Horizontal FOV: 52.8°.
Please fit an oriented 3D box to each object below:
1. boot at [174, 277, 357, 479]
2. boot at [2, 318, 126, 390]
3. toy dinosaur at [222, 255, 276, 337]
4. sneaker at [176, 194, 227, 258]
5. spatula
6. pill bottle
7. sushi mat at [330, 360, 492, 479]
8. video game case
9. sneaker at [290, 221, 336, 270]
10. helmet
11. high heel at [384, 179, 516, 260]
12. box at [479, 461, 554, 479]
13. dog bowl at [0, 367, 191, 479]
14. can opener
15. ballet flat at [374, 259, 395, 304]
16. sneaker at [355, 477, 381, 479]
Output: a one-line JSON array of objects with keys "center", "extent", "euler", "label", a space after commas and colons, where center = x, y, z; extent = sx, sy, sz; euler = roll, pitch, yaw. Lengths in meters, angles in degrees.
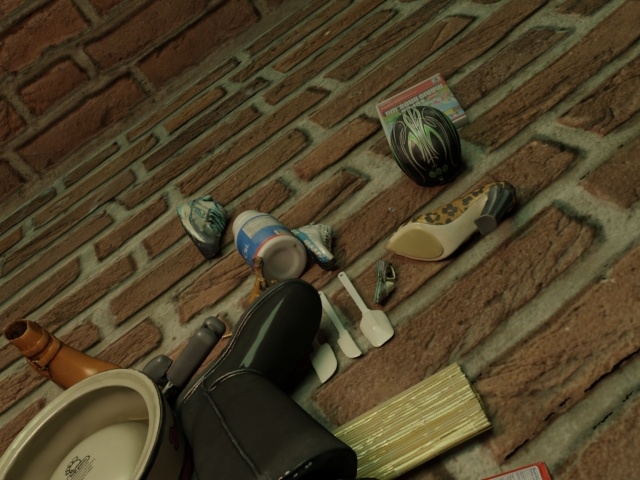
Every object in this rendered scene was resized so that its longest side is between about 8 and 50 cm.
[{"center": [-0.063, 0.254, 1.032], "extent": [0.367, 0.146, 0.445], "euler": [-52, 18, -7], "label": "boot"}, {"center": [-0.585, 0.264, 1.474], "extent": [0.283, 0.220, 0.109], "euler": [3, 47, 42], "label": "boot"}, {"center": [-0.136, 0.138, 1.395], "extent": [0.112, 0.064, 0.212], "euler": [24, 101, 33], "label": "toy dinosaur"}, {"center": [-0.311, -0.056, 1.759], "extent": [0.122, 0.110, 0.283], "euler": [-32, 33, -5], "label": "sneaker"}, {"center": [0.036, 0.161, 1.280], "extent": [0.168, 0.019, 0.242], "euler": [-38, 32, 3], "label": "spatula"}, {"center": [-0.129, 0.008, 1.510], "extent": [0.124, 0.124, 0.221], "euler": [-38, 33, -7], "label": "pill bottle"}, {"center": [0.106, 0.310, 1.012], "extent": [0.316, 0.019, 0.151], "euler": [-30, 25, 5], "label": "sushi mat"}, {"center": [0.261, -0.338, 1.715], "extent": [0.204, 0.025, 0.285], "euler": [-25, 35, 12], "label": "video game case"}, {"center": [0.000, 0.000, 1.466], "extent": [0.083, 0.071, 0.190], "euler": [-33, 33, -9], "label": "sneaker"}, {"center": [0.236, -0.219, 1.459], "extent": [0.169, 0.162, 0.169], "euler": [-22, 35, 16], "label": "helmet"}, {"center": [0.266, -0.043, 1.310], "extent": [0.261, 0.093, 0.186], "euler": [-17, 18, 37], "label": "high heel"}, {"center": [0.241, 0.398, 0.707], "extent": [0.128, 0.123, 0.257], "euler": [-24, 35, 14], "label": "box"}, {"center": [-0.416, 0.442, 1.176], "extent": [0.407, 0.150, 0.408], "euler": [-22, 35, 17], "label": "dog bowl"}, {"center": [-0.291, 0.241, 1.289], "extent": [0.283, 0.095, 0.076], "euler": [-52, 2, 35], "label": "can opener"}, {"center": [0.129, 0.081, 1.283], "extent": [0.041, 0.041, 0.114], "euler": [-17, 38, 23], "label": "ballet flat"}, {"center": [0.015, 0.438, 0.895], "extent": [0.228, 0.086, 0.132], "euler": [-37, 37, 13], "label": "sneaker"}]
